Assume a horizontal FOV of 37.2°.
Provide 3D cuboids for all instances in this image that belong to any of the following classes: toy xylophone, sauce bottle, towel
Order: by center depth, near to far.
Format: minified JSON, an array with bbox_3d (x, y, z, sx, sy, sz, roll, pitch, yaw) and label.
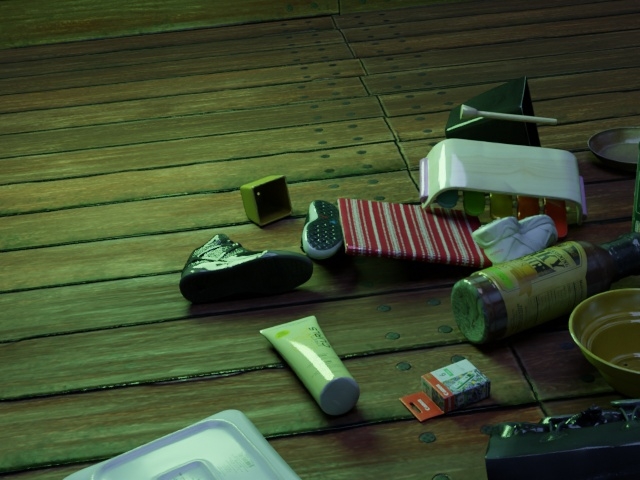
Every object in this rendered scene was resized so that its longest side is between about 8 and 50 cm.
[{"bbox_3d":[0.371,0.064,1.495,0.344,0.111,0.111,-17,30,-24],"label":"sauce bottle"},{"bbox_3d":[0.171,-0.010,1.690,0.274,0.031,0.199,6,27,-7],"label":"towel"},{"bbox_3d":[0.347,-0.132,1.770,0.322,0.081,0.236,13,55,3],"label":"toy xylophone"}]

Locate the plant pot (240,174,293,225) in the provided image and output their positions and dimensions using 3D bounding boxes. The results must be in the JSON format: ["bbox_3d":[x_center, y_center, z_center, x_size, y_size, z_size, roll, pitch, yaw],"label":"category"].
[{"bbox_3d":[-0.116,-0.085,1.889,0.081,0.082,0.083,-22,22,-30],"label":"plant pot"}]

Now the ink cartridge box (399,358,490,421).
[{"bbox_3d":[0.174,0.210,1.333,0.115,0.029,0.063,-16,30,-21],"label":"ink cartridge box"}]

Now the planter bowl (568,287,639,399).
[{"bbox_3d":[0.454,0.159,1.320,0.217,0.090,0.217,-3,28,2],"label":"planter bowl"}]

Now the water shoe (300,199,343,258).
[{"bbox_3d":[0.000,0.000,1.711,0.073,0.080,0.203,17,26,-3],"label":"water shoe"}]

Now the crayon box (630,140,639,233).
[{"bbox_3d":[0.695,-0.121,1.693,0.318,0.202,0.081,-22,33,-28],"label":"crayon box"}]

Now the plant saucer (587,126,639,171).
[{"bbox_3d":[0.665,-0.188,2.003,0.198,0.036,0.199,-3,27,2],"label":"plant saucer"}]

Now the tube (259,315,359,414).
[{"bbox_3d":[-0.015,0.173,1.408,0.070,0.062,0.240,29,8,-27],"label":"tube"}]

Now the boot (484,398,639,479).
[{"bbox_3d":[0.428,0.237,1.108,0.445,0.146,0.367,-19,-18,15],"label":"boot"}]

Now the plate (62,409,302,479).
[{"bbox_3d":[-0.161,0.315,1.172,0.278,0.045,0.277,-19,30,-26],"label":"plate"}]

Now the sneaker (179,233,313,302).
[{"bbox_3d":[-0.128,0.036,1.649,0.227,0.087,0.130,-9,34,3],"label":"sneaker"}]

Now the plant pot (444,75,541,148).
[{"bbox_3d":[0.355,-0.205,1.951,0.167,0.188,0.187,-10,25,20],"label":"plant pot"}]

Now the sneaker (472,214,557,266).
[{"bbox_3d":[0.341,0.022,1.616,0.090,0.115,0.232,-26,-12,38],"label":"sneaker"}]
